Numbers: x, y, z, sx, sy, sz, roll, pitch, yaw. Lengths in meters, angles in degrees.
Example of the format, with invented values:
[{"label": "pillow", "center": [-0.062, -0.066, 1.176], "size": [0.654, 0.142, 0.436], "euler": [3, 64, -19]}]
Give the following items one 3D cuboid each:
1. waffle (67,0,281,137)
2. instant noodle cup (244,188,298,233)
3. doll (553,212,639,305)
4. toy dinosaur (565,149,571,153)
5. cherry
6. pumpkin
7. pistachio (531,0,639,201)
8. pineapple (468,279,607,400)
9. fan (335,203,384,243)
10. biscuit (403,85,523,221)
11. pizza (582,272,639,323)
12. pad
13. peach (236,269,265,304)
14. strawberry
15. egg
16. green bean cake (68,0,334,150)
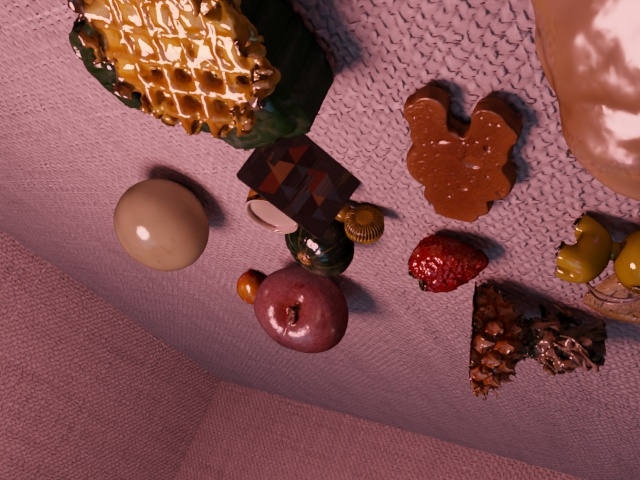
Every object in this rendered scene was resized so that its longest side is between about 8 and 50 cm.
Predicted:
[{"label": "waffle", "center": [-0.183, -0.229, 0.737], "size": [0.280, 0.060, 0.262], "euler": [34, 144, -21]}, {"label": "instant noodle cup", "center": [-0.077, -0.093, 1.215], "size": [0.151, 0.122, 0.151], "euler": [18, 156, 8]}, {"label": "doll", "center": [0.495, 0.038, 0.948], "size": [0.220, 0.135, 0.143], "euler": [24, 156, 30]}, {"label": "toy dinosaur", "center": [0.444, -0.095, 0.847], "size": [0.162, 0.039, 0.126], "euler": [2, 148, 42]}, {"label": "cherry", "center": [-0.046, 0.191, 1.643], "size": [0.261, 0.221, 0.307], "euler": [28, 169, 12]}, {"label": "pumpkin", "center": [-0.002, 0.002, 1.329], "size": [0.167, 0.125, 0.167], "euler": [34, 165, 11]}, {"label": "pistachio", "center": [0.344, -0.208, 0.463], "size": [0.365, 0.282, 0.446], "euler": [20, 138, 0]}, {"label": "pineapple", "center": [0.458, 0.218, 1.279], "size": [0.271, 0.263, 0.262], "euler": [1, 149, 17]}, {"label": "fan", "center": [0.059, -0.051, 1.240], "size": [0.155, 0.082, 0.039], "euler": [27, 152, 22]}, {"label": "biscuit", "center": [0.223, -0.129, 0.971], "size": [0.185, 0.044, 0.295], "euler": [20, 154, 18]}, {"label": "pizza", "center": [0.599, 0.097, 1.092], "size": [0.181, 0.034, 0.262], "euler": [19, 154, 13]}, {"label": "pad", "center": [-0.038, -0.114, 1.133], "size": [0.211, 0.143, 0.003], "euler": [36, 180, -25]}, {"label": "peach", "center": [-0.205, 0.141, 1.828], "size": [0.100, 0.101, 0.101], "euler": [20, 155, 10]}, {"label": "strawberry", "center": [0.249, 0.040, 1.208], "size": [0.148, 0.131, 0.131], "euler": [-34, 123, 27]}, {"label": "egg", "center": [-0.389, -0.038, 1.493], "size": [0.219, 0.219, 0.269], "euler": [14, 150, 20]}, {"label": "green bean cake", "center": [-0.175, -0.268, 0.901], "size": [0.300, 0.169, 0.308], "euler": [-5, 143, 43]}]
